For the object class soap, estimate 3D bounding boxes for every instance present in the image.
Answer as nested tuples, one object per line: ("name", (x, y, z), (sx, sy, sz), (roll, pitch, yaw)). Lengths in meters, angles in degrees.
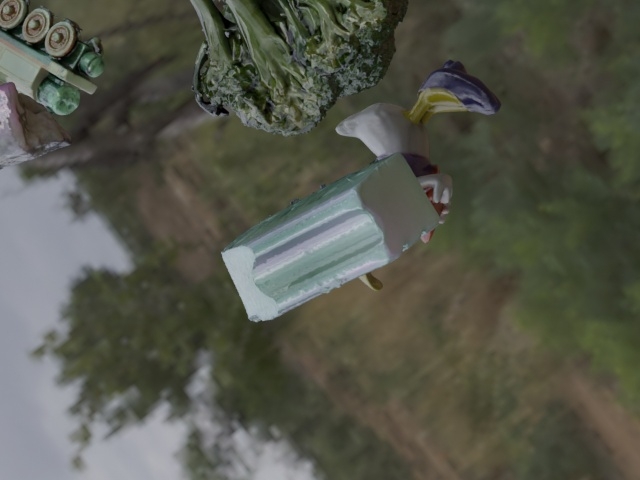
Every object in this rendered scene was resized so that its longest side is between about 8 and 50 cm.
("soap", (0.000, 0.000, 1.803), (0.091, 0.230, 0.145), (61, -144, -5))

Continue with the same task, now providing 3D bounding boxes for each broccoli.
("broccoli", (-0.038, -0.292, 2.112), (0.283, 0.321, 0.303), (32, -137, -35))

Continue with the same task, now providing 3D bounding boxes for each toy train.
("toy train", (-0.347, -0.223, 2.197), (0.194, 0.125, 0.081), (31, -176, 36))

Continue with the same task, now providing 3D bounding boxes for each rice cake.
("rice cake", (-0.415, -0.054, 1.570), (0.064, 0.399, 0.070), (7, -113, -77))

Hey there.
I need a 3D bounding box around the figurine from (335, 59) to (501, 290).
("figurine", (0.086, -0.075, 2.482), (0.193, 0.420, 0.154), (26, 176, 8))
